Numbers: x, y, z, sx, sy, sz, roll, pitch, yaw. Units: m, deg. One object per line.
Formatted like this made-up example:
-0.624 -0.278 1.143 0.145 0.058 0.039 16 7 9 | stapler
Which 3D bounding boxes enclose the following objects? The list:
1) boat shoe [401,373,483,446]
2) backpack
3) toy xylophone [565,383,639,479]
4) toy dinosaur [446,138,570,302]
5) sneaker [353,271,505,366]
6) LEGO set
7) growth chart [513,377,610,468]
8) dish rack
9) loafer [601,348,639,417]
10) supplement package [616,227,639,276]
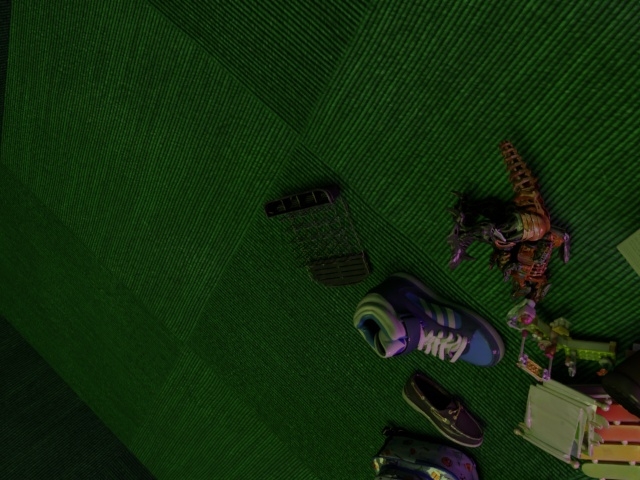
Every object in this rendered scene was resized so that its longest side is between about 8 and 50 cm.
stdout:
0.306 0.417 1.431 0.227 0.081 0.069 34 135 20 | boat shoe
0.278 0.651 1.518 0.263 0.213 0.277 -9 107 28 | backpack
0.624 0.413 1.193 0.236 0.081 0.323 -25 100 42 | toy xylophone
0.361 -0.030 1.115 0.218 0.164 0.322 -2 97 21 | toy dinosaur
0.222 0.220 1.269 0.322 0.236 0.130 36 132 15 | sneaker
0.488 0.225 1.130 0.287 0.107 0.132 23 147 3 | LEGO set
0.496 0.377 1.200 0.172 0.021 0.237 29 138 34 | growth chart
0.000 0.000 1.418 0.208 0.074 0.272 -10 110 41 | dish rack
0.681 0.321 1.044 0.366 0.130 0.134 39 178 -13 | loafer
0.614 -0.017 0.880 0.244 0.139 0.134 -54 54 43 | supplement package
